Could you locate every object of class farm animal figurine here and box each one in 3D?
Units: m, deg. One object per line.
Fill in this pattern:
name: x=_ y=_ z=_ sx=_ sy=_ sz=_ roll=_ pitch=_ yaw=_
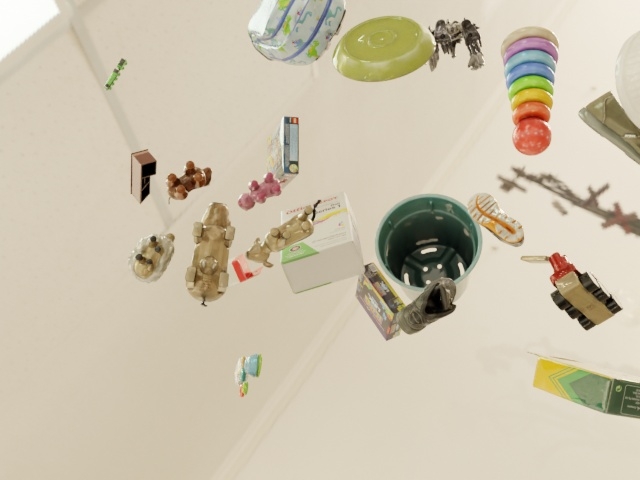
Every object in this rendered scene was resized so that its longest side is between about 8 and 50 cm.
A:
farm animal figurine: x=-0.203 y=-0.004 z=1.556 sx=0.172 sy=0.331 sz=0.326 roll=125 pitch=170 yaw=-75

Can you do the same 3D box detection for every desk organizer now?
desk organizer: x=-0.441 y=-0.158 z=1.792 sx=0.047 sy=0.050 sz=0.130 roll=-22 pitch=-37 yaw=-34

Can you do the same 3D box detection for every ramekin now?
ramekin: x=0.623 y=-0.284 z=1.229 sx=0.207 sy=0.207 sz=0.109 roll=-58 pitch=14 yaw=-14

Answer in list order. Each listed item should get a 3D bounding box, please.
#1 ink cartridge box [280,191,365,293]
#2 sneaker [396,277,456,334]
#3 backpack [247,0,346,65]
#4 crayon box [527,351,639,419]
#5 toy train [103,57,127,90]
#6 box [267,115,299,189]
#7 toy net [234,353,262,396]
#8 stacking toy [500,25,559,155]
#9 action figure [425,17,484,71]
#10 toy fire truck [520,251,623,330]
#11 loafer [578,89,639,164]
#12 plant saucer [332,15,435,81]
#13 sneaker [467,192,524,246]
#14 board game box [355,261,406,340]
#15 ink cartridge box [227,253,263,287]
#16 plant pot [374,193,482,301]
ink cartridge box: x=0.000 y=0.000 z=1.976 sx=0.278 sy=0.202 sz=0.117 roll=-95 pitch=-14 yaw=-59
sneaker: x=0.287 y=0.139 z=1.710 sx=0.228 sy=0.087 sz=0.130 roll=-26 pitch=-7 yaw=-47
backpack: x=-0.067 y=-0.630 z=2.034 sx=0.273 sy=0.355 sz=0.290 roll=28 pitch=-77 yaw=-40
crayon box: x=0.643 y=0.338 z=1.661 sx=0.323 sy=0.203 sz=0.083 roll=-173 pitch=95 yaw=-74
toy train: x=-0.462 y=-0.375 z=1.618 sx=0.083 sy=0.017 sz=0.024 roll=-58 pitch=4 yaw=-2
box: x=-0.108 y=-0.239 z=2.025 sx=0.233 sy=0.044 sz=0.159 roll=154 pitch=117 yaw=-73
toy net: x=-0.214 y=0.396 z=2.085 sx=0.232 sy=0.045 sz=0.122 roll=135 pitch=140 yaw=-69
stacking toy: x=0.504 y=-0.350 z=1.719 sx=0.141 sy=0.141 sz=0.330 roll=72 pitch=-157 yaw=-59
action figure: x=0.340 y=-0.504 z=1.857 sx=0.275 sy=0.164 sz=0.140 roll=-62 pitch=-34 yaw=-75
toy fire truck: x=0.697 y=0.113 z=2.028 sx=0.158 sy=0.246 sz=0.217 roll=-39 pitch=-52 yaw=24
loafer: x=0.628 y=-0.201 z=1.402 sx=0.087 sy=0.251 sz=0.094 roll=-53 pitch=-6 yaw=21
plant saucer: x=0.142 y=-0.451 z=1.649 sx=0.241 sy=0.241 sz=0.037 roll=-51 pitch=-36 yaw=-28
sneaker: x=0.492 y=-0.053 z=2.022 sx=0.084 sy=0.215 sz=0.083 roll=-41 pitch=-38 yaw=5
board game box: x=0.161 y=0.166 z=1.952 sx=0.048 sy=0.170 sz=0.141 roll=-21 pitch=-35 yaw=-21
ink cartridge box: x=-0.315 y=0.113 z=2.411 sx=0.231 sy=0.077 sz=0.134 roll=-23 pitch=8 yaw=4
plant pot: x=0.374 y=0.064 z=2.438 sx=0.341 sy=0.341 sz=0.334 roll=-58 pitch=-21 yaw=-13
